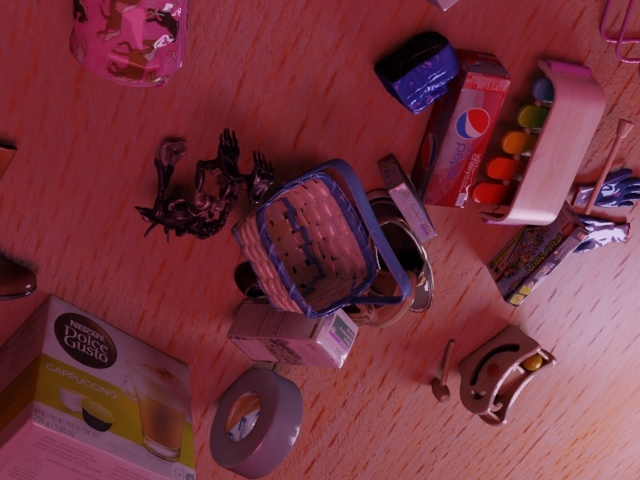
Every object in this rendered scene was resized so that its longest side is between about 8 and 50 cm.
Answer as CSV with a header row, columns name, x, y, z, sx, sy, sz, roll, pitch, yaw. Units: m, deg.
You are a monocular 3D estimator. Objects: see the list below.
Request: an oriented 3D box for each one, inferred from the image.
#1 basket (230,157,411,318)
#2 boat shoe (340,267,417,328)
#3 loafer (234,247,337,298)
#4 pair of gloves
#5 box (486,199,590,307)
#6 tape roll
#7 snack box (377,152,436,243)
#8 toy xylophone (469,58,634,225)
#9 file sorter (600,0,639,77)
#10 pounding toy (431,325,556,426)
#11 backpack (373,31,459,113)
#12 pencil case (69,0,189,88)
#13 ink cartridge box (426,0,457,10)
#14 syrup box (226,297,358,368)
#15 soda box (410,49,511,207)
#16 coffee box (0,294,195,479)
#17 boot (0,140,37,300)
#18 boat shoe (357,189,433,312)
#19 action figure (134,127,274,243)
name,x,y,z,sx,sy,sz,roll,pitch,yaw
basket,0.000,0.000,1.350,0.201,0.289,0.254,-34,105,-33
boat shoe,0.074,0.109,1.503,0.089,0.104,0.285,22,154,-24
loafer,-0.053,0.073,1.537,0.220,0.078,0.080,-15,128,1
pair of gloves,0.560,-0.058,1.597,0.159,0.023,0.198,-4,128,-11
box,0.421,0.021,1.569,0.036,0.114,0.207,25,118,-27
tape roll,-0.135,0.375,1.660,0.072,0.219,0.219,34,114,-31
snack box,0.157,-0.075,1.454,0.037,0.100,0.141,-29,126,11
toy xylophone,0.415,-0.150,1.429,0.236,0.081,0.322,11,114,-33
file sorter,0.589,-0.325,1.236,0.202,0.290,0.182,-4,130,-8
pounding toy,0.359,0.293,1.736,0.269,0.154,0.155,-41,124,18
backpack,0.165,-0.276,1.310,0.120,0.098,0.101,-38,129,3
pencil case,-0.243,-0.405,1.096,0.160,0.167,0.386,-16,137,-42
ink cartridge box,0.214,-0.505,1.090,0.307,0.129,0.223,-39,125,4
syrup box,-0.055,0.173,1.527,0.237,0.096,0.093,-4,139,40
soda box,0.238,-0.189,1.389,0.084,0.092,0.263,5,126,-15
coffee box,-0.478,0.376,1.520,0.338,0.334,0.338,35,111,-29
boot,-0.573,-0.049,1.362,0.264,0.096,0.280,24,111,-18
boat shoe,0.152,0.043,1.547,0.109,0.091,0.305,-23,127,6
action figure,-0.200,-0.088,1.358,0.164,0.140,0.276,25,145,-36
